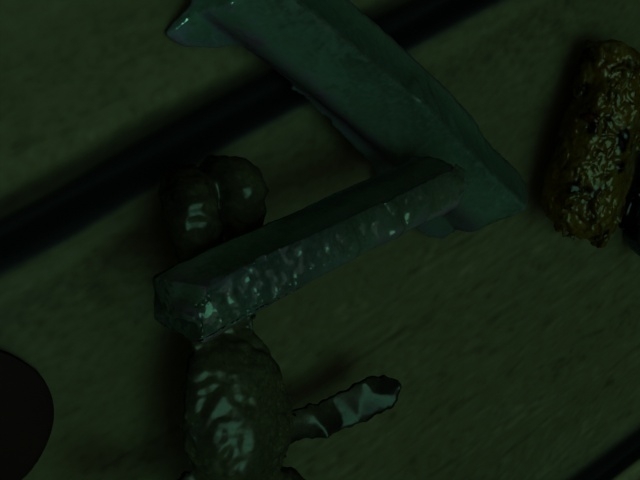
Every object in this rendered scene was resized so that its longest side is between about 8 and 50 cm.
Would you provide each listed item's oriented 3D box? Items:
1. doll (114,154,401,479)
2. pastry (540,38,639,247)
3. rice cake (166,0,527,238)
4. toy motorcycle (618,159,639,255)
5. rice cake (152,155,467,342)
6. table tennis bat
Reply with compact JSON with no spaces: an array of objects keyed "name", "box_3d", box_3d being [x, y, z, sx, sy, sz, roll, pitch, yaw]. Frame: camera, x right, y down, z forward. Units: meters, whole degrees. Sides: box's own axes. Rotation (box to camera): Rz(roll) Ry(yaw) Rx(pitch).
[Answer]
[{"name":"doll","box_3d":[-0.059,0.105,0.856,0.202,0.091,0.286,-55,137,-30]},{"name":"pastry","box_3d":[0.195,-0.068,0.995,0.080,0.056,0.140,15,93,-48]},{"name":"rice cake","box_3d":[0.026,-0.084,0.865,0.081,0.051,0.290,-34,135,22]},{"name":"toy motorcycle","box_3d":[0.278,-0.057,1.063,0.100,0.058,0.173,-9,116,-43]},{"name":"rice cake","box_3d":[0.000,0.000,0.810,0.211,0.043,0.034,-26,121,-31]},{"name":"table tennis bat","box_3d":[-0.213,0.095,0.775,0.158,0.014,0.095,30,91,-44]}]
